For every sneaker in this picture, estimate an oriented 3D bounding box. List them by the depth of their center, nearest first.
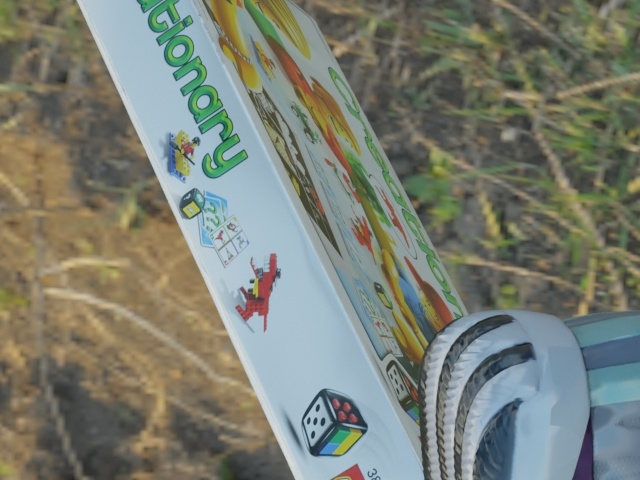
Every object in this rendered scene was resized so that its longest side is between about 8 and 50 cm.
[{"bbox_3d":[0.082,0.111,0.445,0.083,0.098,0.223,-112,15,-53],"label":"sneaker"}]

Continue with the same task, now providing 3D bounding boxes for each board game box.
[{"bbox_3d":[0.000,0.000,0.796,0.053,0.193,0.305,-32,67,14],"label":"board game box"}]
